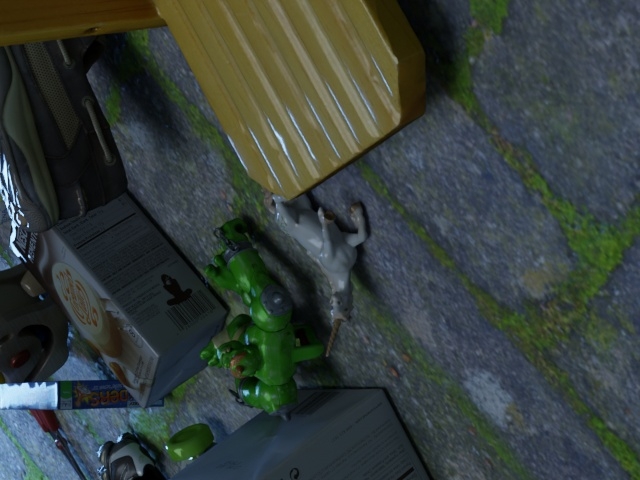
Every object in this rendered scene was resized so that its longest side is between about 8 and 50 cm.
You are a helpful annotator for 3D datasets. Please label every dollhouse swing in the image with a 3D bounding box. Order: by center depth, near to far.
[{"bbox_3d":[-0.140,-0.179,1.276,0.347,0.315,0.305,-30,73,62],"label":"dollhouse swing"}]

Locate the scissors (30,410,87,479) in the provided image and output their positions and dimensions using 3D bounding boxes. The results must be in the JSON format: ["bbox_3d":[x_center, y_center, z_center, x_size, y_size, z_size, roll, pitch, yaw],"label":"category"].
[{"bbox_3d":[-0.381,0.273,2.408,0.109,0.021,0.297,0,120,55],"label":"scissors"}]

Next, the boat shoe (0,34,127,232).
[{"bbox_3d":[-0.271,-0.185,1.634,0.132,0.130,0.355,146,111,-71],"label":"boat shoe"}]

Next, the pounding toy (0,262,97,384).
[{"bbox_3d":[-0.374,0.132,2.097,0.155,0.154,0.269,45,151,21],"label":"pounding toy"}]

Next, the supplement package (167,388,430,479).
[{"bbox_3d":[0.020,0.310,1.635,0.177,0.175,0.293,-8,113,58],"label":"supplement package"}]

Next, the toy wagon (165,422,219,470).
[{"bbox_3d":[-0.084,0.332,1.942,0.344,0.068,0.267,0,119,59],"label":"toy wagon"}]

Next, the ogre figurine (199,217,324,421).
[{"bbox_3d":[-0.060,0.087,1.621,0.118,0.097,0.197,41,121,53],"label":"ogre figurine"}]

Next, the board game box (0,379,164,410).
[{"bbox_3d":[-0.291,0.187,2.047,0.201,0.136,0.035,-10,80,61],"label":"board game box"}]

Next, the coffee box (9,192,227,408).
[{"bbox_3d":[-0.221,0.040,1.815,0.246,0.098,0.141,48,151,15],"label":"coffee box"}]

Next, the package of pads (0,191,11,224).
[{"bbox_3d":[-0.381,-0.175,1.843,0.229,0.101,0.296,48,152,18],"label":"package of pads"}]

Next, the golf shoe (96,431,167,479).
[{"bbox_3d":[-0.229,0.345,2.176,0.094,0.077,0.198,25,140,45],"label":"golf shoe"}]

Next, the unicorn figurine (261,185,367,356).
[{"bbox_3d":[0.000,0.000,1.477,0.162,0.060,0.111,58,158,33],"label":"unicorn figurine"}]
